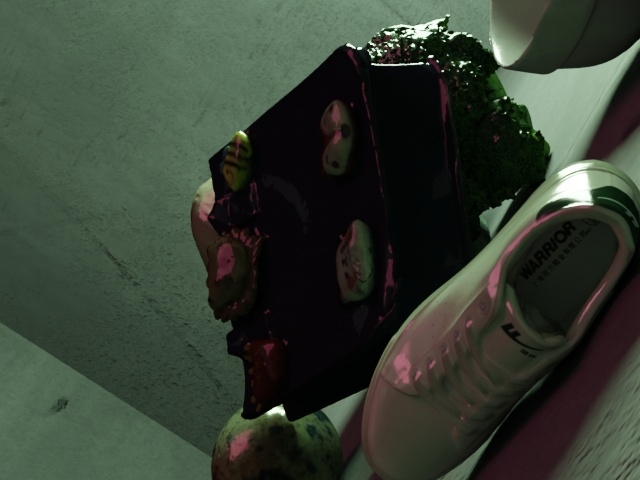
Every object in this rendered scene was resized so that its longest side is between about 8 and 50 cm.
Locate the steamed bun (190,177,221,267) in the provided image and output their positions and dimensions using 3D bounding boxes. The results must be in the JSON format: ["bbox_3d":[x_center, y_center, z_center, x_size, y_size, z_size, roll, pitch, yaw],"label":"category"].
[{"bbox_3d":[0.047,-0.040,1.795,0.383,0.236,0.247,-37,-36,-18],"label":"steamed bun"}]

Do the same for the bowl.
[{"bbox_3d":[0.272,-0.295,1.409,0.287,0.144,0.287,-170,90,-84],"label":"bowl"}]

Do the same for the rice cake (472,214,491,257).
[{"bbox_3d":[0.175,-0.006,1.637,0.033,0.033,0.207,-57,1,12],"label":"rice cake"}]

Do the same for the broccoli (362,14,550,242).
[{"bbox_3d":[0.127,-0.111,1.591,0.294,0.245,0.265,-118,46,-60],"label":"broccoli"}]

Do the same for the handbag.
[{"bbox_3d":[0.000,0.000,1.439,0.329,0.122,0.303,-31,58,47],"label":"handbag"}]

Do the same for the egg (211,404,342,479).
[{"bbox_3d":[-0.045,0.237,1.567,0.141,0.141,0.182,-57,-4,20],"label":"egg"}]

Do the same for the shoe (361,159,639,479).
[{"bbox_3d":[0.112,0.062,0.933,0.265,0.095,0.110,-55,2,11],"label":"shoe"}]
